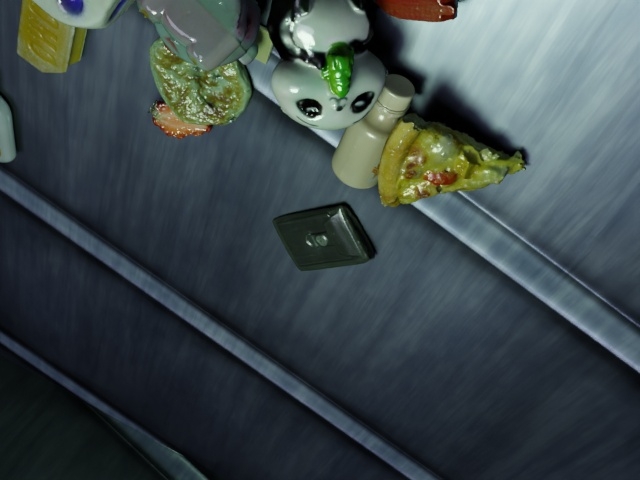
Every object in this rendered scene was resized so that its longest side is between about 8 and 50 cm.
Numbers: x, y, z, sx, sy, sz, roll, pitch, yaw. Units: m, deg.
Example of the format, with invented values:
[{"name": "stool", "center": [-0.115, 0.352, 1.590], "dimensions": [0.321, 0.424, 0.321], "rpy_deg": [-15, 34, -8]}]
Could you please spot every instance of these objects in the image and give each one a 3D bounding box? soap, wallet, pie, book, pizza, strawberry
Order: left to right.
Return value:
[{"name": "soap", "center": [-0.605, -0.481, 1.784], "dimensions": [0.140, 0.073, 0.232], "rpy_deg": [37, 140, 0]}, {"name": "strawberry", "center": [-0.324, -0.285, 1.829], "dimensions": [0.152, 0.048, 0.104], "rpy_deg": [16, 132, -6]}, {"name": "pie", "center": [-0.263, -0.344, 1.700], "dimensions": [0.241, 0.054, 0.240], "rpy_deg": [9, 137, 9]}, {"name": "book", "center": [-0.147, -0.416, 1.609], "dimensions": [0.111, 0.014, 0.077], "rpy_deg": [30, 141, 4]}, {"name": "wallet", "center": [0.000, 0.000, 1.910], "dimensions": [0.245, 0.052, 0.168], "rpy_deg": [-10, 121, 41]}, {"name": "pizza", "center": [0.254, -0.145, 1.518], "dimensions": [0.288, 0.075, 0.280], "rpy_deg": [0, 147, 4]}]

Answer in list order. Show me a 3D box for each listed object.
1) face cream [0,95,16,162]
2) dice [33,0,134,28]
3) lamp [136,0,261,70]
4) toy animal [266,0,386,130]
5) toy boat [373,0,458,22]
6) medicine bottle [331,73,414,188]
[{"name": "face cream", "center": [-0.883, -0.337, 2.102], "dimensions": [0.144, 0.071, 0.291], "rpy_deg": [27, 139, 6]}, {"name": "dice", "center": [-0.414, -0.564, 1.442], "dimensions": [0.243, 0.259, 0.251], "rpy_deg": [40, 138, -11]}, {"name": "lamp", "center": [-0.198, -0.436, 1.436], "dimensions": [0.247, 0.301, 0.247], "rpy_deg": [40, 96, -11]}, {"name": "toy animal", "center": [0.010, -0.328, 1.413], "dimensions": [0.213, 0.212, 0.266], "rpy_deg": [3, 110, 30]}, {"name": "toy boat", "center": [0.166, -0.423, 1.377], "dimensions": [0.173, 0.059, 0.069], "rpy_deg": [15, 137, 28]}, {"name": "medicine bottle", "center": [0.110, -0.218, 1.570], "dimensions": [0.114, 0.114, 0.252], "rpy_deg": [30, 139, 3]}]
